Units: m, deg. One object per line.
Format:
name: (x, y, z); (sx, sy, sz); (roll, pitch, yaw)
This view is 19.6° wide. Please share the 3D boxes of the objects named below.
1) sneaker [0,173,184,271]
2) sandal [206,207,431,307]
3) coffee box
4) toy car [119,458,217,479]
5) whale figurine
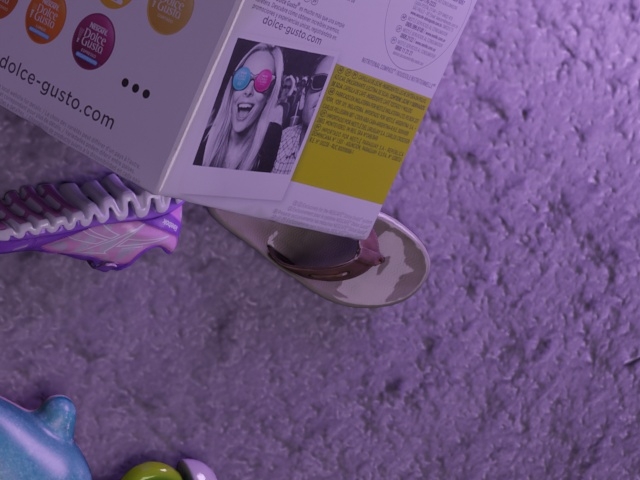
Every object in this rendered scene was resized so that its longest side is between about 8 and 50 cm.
sneaker: (-0.246, -0.009, 1.972); (0.236, 0.095, 0.104); (-13, 121, -21)
sandal: (-0.002, 0.001, 2.087); (0.303, 0.086, 0.120); (26, 97, -30)
coffee box: (-0.097, -0.232, 1.748); (0.338, 0.338, 0.334); (12, 104, -55)
toy car: (-0.180, 0.344, 2.104); (0.159, 0.136, 0.182); (-12, 113, -20)
whale figurine: (-0.351, 0.240, 1.983); (0.216, 0.141, 0.272); (-32, 117, -11)
